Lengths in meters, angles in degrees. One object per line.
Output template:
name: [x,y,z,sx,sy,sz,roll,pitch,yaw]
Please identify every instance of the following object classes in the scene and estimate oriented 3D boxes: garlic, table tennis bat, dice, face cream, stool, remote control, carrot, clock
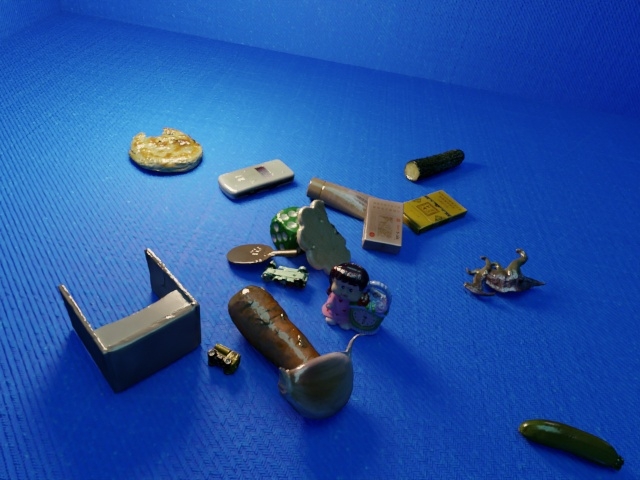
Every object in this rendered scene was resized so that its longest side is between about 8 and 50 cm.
garlic: [0.027,0.348,1.133,0.266,0.149,0.128,-22,44,-40]
table tennis bat: [-0.190,0.044,1.486,0.234,0.022,0.131,-1,27,7]
dice: [-0.090,-0.033,1.558,0.128,0.120,0.131,-20,51,-32]
face cream: [0.115,-0.151,1.772,0.341,0.084,0.137,21,58,5]
stool: [-0.481,0.197,1.177,0.243,0.170,0.269,-27,53,-36]
remote control: [-0.253,-0.242,1.809,0.296,0.056,0.140,-23,49,-31]
carrot: [-0.129,0.250,1.224,0.138,0.139,0.302,-25,59,-34]
clock: [0.107,0.166,1.319,0.194,0.196,0.100,17,38,10]

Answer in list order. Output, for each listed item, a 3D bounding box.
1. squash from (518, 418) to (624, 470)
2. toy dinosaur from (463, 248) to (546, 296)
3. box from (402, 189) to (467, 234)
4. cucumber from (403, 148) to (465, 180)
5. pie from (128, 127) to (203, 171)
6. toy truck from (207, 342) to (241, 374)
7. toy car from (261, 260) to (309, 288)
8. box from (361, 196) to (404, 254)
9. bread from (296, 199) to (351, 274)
squash: [0.630,0.502,1.143,0.258,0.069,0.069,17,41,7]
toy dinosaur: [0.621,0.122,1.572,0.294,0.077,0.162,-12,48,-3]
box: [0.440,-0.116,1.828,0.279,0.041,0.153,-19,50,-30]
cucumber: [0.532,-0.351,2.076,0.359,0.096,0.096,-20,50,-34]
pie: [-0.629,-0.369,1.868,0.302,0.067,0.303,7,39,-5]
toy truck: [-0.249,0.309,1.191,0.083,0.049,0.054,23,41,16]
toy car: [-0.111,0.113,1.439,0.143,0.054,0.073,8,39,9]
box: [0.229,-0.056,1.663,0.141,0.058,0.201,9,55,-1]
bread: [0.000,0.000,1.493,0.039,0.251,0.182,-13,21,49]
